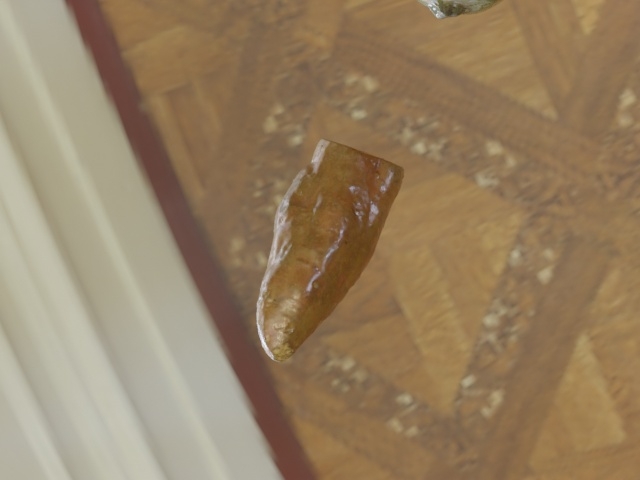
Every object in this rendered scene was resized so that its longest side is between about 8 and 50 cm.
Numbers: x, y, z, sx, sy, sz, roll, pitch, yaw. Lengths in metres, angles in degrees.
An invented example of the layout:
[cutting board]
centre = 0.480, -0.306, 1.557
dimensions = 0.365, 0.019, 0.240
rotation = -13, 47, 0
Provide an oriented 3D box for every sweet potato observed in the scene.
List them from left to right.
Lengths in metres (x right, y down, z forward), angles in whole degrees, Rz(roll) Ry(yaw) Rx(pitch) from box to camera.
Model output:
[sweet potato]
centre = 0.000, 0.000, 1.695
dimensions = 0.097, 0.251, 0.097
rotation = 18, 146, 13

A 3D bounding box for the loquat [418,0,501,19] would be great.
[loquat]
centre = 0.141, -0.294, 1.715
dimensions = 0.152, 0.152, 0.195
rotation = 26, 95, 26
